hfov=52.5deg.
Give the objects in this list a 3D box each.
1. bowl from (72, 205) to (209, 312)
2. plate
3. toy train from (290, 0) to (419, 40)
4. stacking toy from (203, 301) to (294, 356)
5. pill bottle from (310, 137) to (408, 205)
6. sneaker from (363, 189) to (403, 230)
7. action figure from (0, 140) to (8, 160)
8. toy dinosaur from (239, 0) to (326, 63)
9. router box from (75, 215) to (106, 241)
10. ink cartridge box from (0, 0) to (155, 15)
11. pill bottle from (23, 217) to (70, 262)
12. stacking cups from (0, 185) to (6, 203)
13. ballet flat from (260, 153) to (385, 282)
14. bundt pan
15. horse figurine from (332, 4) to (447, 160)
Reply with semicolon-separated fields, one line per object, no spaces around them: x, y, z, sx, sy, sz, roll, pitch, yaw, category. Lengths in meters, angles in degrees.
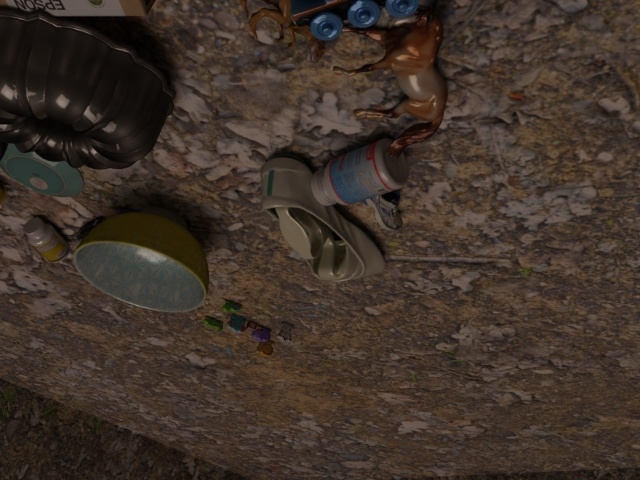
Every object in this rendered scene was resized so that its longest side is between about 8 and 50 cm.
-0.363;0.021;1.402;0.289;0.156;0.290;9;147;6;bowl
-0.591;-0.142;1.356;0.188;0.024;0.188;8;147;5;plate
0.043;-0.318;0.790;0.184;0.080;0.105;-13;145;12;toy train
-0.200;0.248;1.792;0.221;0.052;0.167;25;145;-18;stacking toy
0.064;-0.111;1.115;0.160;0.087;0.087;-16;138;38;pill bottle
0.124;-0.065;1.199;0.058;0.052;0.135;-15;139;30;sneaker
-0.652;-0.259;1.132;0.185;0.099;0.285;13;145;17;action figure
-0.052;-0.329;0.866;0.112;0.064;0.212;-22;143;4;toy dinosaur
-0.496;0.000;1.527;0.092;0.038;0.122;-19;135;39;router box
-0.344;-0.389;0.830;0.234;0.088;0.193;4;146;13;ink cartridge box
-0.657;-0.002;1.556;0.065;0.065;0.116;2;146;16;pill bottle
-0.797;-0.167;1.322;0.095;0.096;0.316;-7;143;28;stacking cups
0.000;0.000;1.269;0.139;0.139;0.400;-9;142;30;ballet flat
-0.403;-0.209;1.017;0.330;0.124;0.331;9;164;3;bundt pan
0.117;-0.228;0.939;0.174;0.066;0.263;1;144;28;horse figurine
